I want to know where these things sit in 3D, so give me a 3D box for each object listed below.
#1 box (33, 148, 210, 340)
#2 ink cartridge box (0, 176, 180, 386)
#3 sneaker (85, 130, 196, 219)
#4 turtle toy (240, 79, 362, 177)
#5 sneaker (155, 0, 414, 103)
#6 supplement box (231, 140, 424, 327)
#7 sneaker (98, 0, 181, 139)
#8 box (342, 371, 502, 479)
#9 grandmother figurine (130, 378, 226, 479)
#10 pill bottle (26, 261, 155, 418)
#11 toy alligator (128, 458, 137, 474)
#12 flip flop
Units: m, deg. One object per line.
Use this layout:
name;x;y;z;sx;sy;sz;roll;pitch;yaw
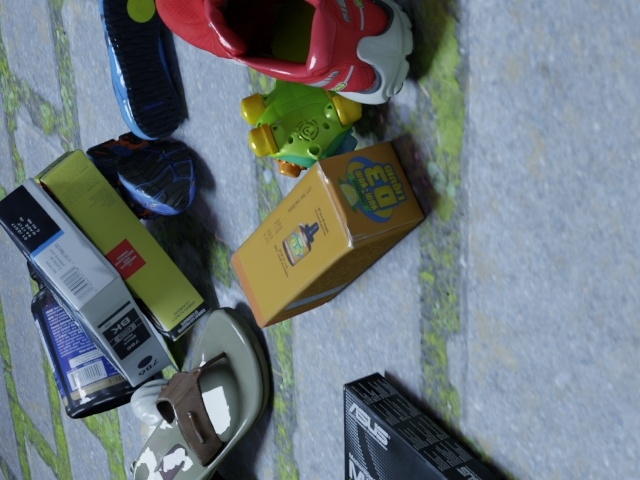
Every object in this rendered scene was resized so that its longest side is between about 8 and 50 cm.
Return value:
box;-0.222;0.004;1.477;0.232;0.058;0.087;53;166;-15
ink cartridge box;-0.263;0.067;1.525;0.165;0.065;0.332;44;168;22
sneaker;-0.189;-0.062;1.478;0.221;0.083;0.087;31;145;61
turtle toy;-0.013;-0.099;1.091;0.130;0.095;0.066;-107;-4;-53
sneaker;-0.051;-0.183;1.031;0.279;0.118;0.107;23;105;44
supplement box;0.000;0.000;1.129;0.078;0.080;0.233;67;155;11
sneaker;-0.202;-0.209;1.410;0.082;0.069;0.209;22;124;62
box;0.085;0.237;1.137;0.191;0.045;0.184;39;140;48
grandmother figurine;-0.140;0.327;1.573;0.208;0.104;0.342;-23;86;55
pill bottle;-0.309;0.115;1.747;0.123;0.123;0.219;-39;70;62
toy alligator;-0.208;0.384;1.793;0.189;0.056;0.051;66;-167;14
flip flop;-0.144;0.195;1.446;0.112;0.080;0.277;48;120;27
